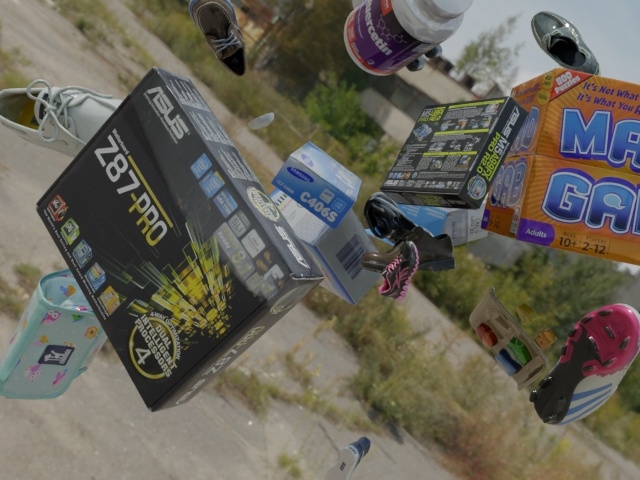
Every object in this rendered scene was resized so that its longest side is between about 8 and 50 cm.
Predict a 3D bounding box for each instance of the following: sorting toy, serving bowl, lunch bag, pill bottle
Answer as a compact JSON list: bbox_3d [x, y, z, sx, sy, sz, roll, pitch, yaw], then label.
[{"bbox_3d":[0.447,0.226,1.778,0.229,0.041,0.307,57,-16,19],"label":"sorting toy"},{"bbox_3d":[-0.173,-0.350,2.227,0.083,0.083,0.027,-54,121,-84],"label":"serving bowl"},{"bbox_3d":[-0.516,0.181,1.479,0.160,0.223,0.262,35,12,2],"label":"lunch bag"},{"bbox_3d":[0.196,-0.502,1.683,0.181,0.181,0.323,40,-22,-15],"label":"pill bottle"}]

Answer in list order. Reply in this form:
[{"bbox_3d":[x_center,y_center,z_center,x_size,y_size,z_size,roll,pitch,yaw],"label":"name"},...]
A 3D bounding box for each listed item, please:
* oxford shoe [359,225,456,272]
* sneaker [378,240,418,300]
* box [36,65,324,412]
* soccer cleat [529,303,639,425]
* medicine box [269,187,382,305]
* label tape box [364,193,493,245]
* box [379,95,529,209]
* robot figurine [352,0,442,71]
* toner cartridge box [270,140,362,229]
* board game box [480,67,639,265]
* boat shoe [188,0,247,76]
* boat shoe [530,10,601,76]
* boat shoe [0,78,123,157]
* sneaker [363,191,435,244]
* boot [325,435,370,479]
[{"bbox_3d":[0.173,0.020,1.519,0.227,0.096,0.082,-6,5,-34],"label":"oxford shoe"},{"bbox_3d":[0.140,0.056,1.373,0.057,0.119,0.047,9,21,-19],"label":"sneaker"},{"bbox_3d":[-0.221,-0.002,1.103,0.395,0.318,0.097,56,21,19],"label":"box"},{"bbox_3d":[0.525,0.232,1.426,0.143,0.331,0.116,-3,48,-27],"label":"soccer cleat"},{"bbox_3d":[0.000,0.000,2.038,0.289,0.149,0.263,27,-22,47],"label":"medicine box"},{"bbox_3d":[0.328,-0.074,2.133,0.347,0.115,0.249,-13,22,-29],"label":"label tape box"},{"bbox_3d":[0.255,-0.171,1.478,0.060,0.216,0.270,35,-12,-26],"label":"box"},{"bbox_3d":[0.202,-0.573,1.939,0.278,0.209,0.173,56,-14,-1],"label":"robot figurine"},{"bbox_3d":[0.001,-0.130,1.656,0.165,0.075,0.348,35,13,-3],"label":"toner cartridge box"},{"bbox_3d":[0.601,-0.150,1.672,0.356,0.356,0.356,12,5,-1],"label":"board game box"},{"bbox_3d":[-0.154,-0.332,1.218,0.066,0.066,0.183,66,7,21],"label":"boat shoe"},{"bbox_3d":[0.725,-0.595,2.251,0.099,0.116,0.319,25,34,-50],"label":"boat shoe"},{"bbox_3d":[-0.485,-0.237,1.409,0.367,0.136,0.156,16,-8,30],"label":"boat shoe"},{"bbox_3d":[0.174,-0.008,1.652,0.217,0.079,0.121,43,23,2],"label":"sneaker"},{"bbox_3d":[0.083,0.644,2.161,0.086,0.190,0.069,-20,57,-45],"label":"boot"}]
